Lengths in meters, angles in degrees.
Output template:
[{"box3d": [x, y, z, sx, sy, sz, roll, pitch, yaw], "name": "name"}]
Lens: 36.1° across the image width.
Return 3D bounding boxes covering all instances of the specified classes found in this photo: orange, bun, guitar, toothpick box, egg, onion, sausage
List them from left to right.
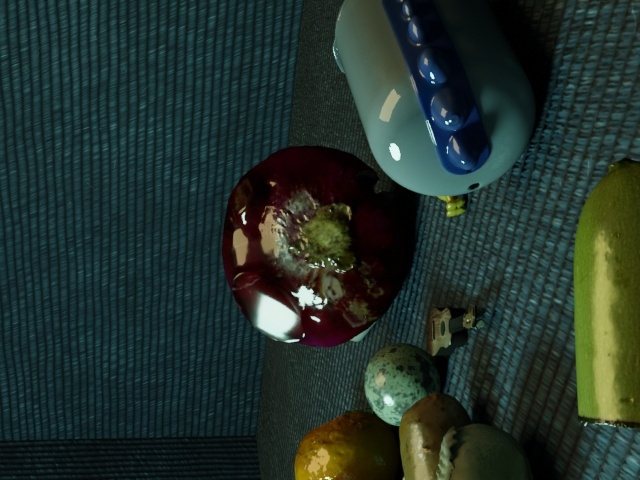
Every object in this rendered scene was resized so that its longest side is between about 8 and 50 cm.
[{"box3d": [0.000, 0.000, 1.999, 0.420, 0.398, 0.398, -40, -46, -75], "name": "onion"}, {"box3d": [0.055, 0.439, 1.942, 0.193, 0.219, 0.219, 50, 152, 21], "name": "orange"}, {"box3d": [0.142, 0.253, 1.701, 0.172, 0.132, 0.132, 83, 179, -48], "name": "egg"}, {"box3d": [0.155, -0.222, 1.351, 0.355, 0.263, 0.263, -102, 17, -47], "name": "toothpick box"}, {"box3d": [0.189, 0.472, 1.426, 0.136, 0.123, 0.501, -18, 70, 45], "name": "sausage"}, {"box3d": [0.217, 0.132, 1.543, 0.271, 0.038, 0.084, 126, 143, -77], "name": "guitar"}, {"box3d": [0.207, 0.364, 1.267, 0.239, 0.141, 0.239, 8, -90, -78], "name": "bun"}]

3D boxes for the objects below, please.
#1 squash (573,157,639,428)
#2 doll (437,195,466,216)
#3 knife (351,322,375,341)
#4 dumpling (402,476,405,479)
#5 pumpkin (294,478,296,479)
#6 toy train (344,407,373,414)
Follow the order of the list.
[{"box3d": [0.296, 0.047, 0.889, 0.132, 0.132, 0.247, 151, 120, -78], "name": "squash"}, {"box3d": [0.192, -0.131, 1.603, 0.145, 0.096, 0.188, -48, -65, -84], "name": "doll"}, {"box3d": [0.099, 0.165, 2.185, 0.265, 0.040, 0.073, 119, 162, -69], "name": "knife"}, {"box3d": [0.176, 0.441, 1.573, 0.136, 0.118, 0.199, 20, 119, 53], "name": "dumpling"}, {"box3d": [0.022, 0.514, 2.159, 0.219, 0.162, 0.219, 180, 90, -78], "name": "pumpkin"}, {"box3d": [0.087, 0.392, 2.185, 0.093, 0.056, 0.038, 137, 134, -75], "name": "toy train"}]
